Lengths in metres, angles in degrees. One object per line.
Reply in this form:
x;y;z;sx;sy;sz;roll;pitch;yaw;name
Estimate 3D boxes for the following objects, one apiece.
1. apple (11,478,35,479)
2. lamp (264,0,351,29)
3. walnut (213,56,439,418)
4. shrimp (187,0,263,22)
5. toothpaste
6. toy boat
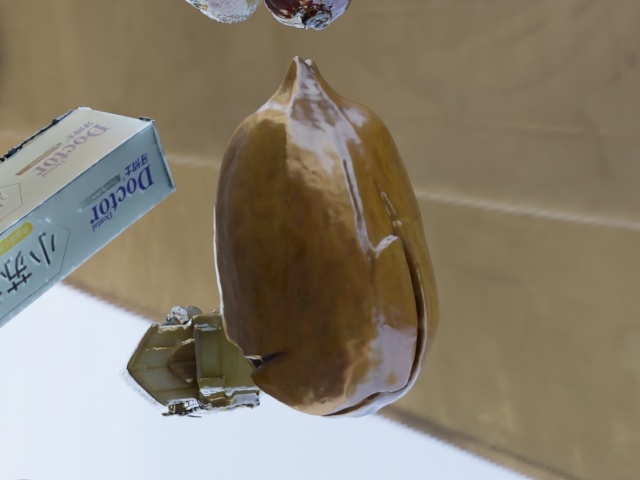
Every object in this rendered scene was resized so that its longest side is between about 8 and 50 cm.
-0.278;0.307;1.574;0.139;0.163;0.163;43;-17;-22;apple
-0.012;-0.267;1.805;0.101;0.101;0.090;124;-43;-53;lamp
0.000;0.000;1.552;0.209;0.209;0.336;-3;-85;63;walnut
-0.095;-0.208;1.001;0.068;0.287;0.185;-32;-86;17;shrimp
-0.231;0.019;1.118;0.089;0.313;0.071;13;-49;40;toothpaste
-0.138;0.128;1.868;0.445;0.162;0.136;151;-64;-77;toy boat
